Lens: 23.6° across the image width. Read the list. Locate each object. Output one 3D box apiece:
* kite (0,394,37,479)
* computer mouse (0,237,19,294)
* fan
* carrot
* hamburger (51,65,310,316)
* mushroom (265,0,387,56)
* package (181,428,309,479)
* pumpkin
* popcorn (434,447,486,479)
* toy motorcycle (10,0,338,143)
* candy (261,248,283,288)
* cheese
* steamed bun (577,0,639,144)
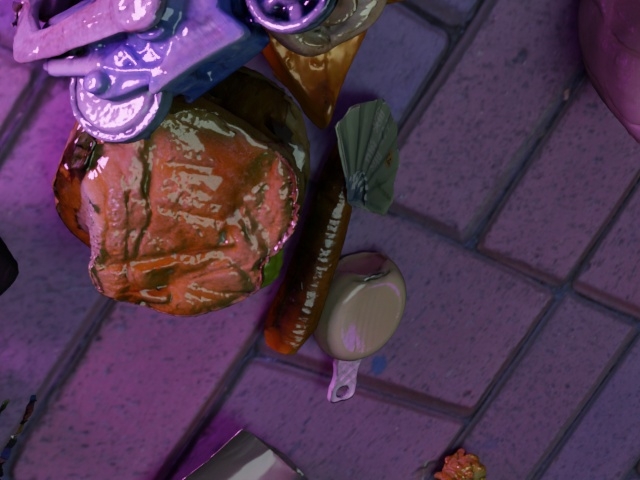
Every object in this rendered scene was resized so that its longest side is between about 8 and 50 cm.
[{"bbox_3d":[-0.405,0.256,1.737,0.152,0.015,0.285,-6,146,-37],"label":"kite"},{"bbox_3d":[-0.400,0.008,1.591,0.122,0.073,0.217,-36,143,-9],"label":"computer mouse"},{"bbox_3d":[0.061,-0.102,1.884,0.131,0.009,0.240,-66,154,-16],"label":"fan"},{"bbox_3d":[0.000,0.000,1.924,0.066,0.066,0.314,2,116,-40],"label":"carrot"},{"bbox_3d":[-0.151,-0.066,1.664,0.265,0.134,0.285,17,118,-29],"label":"hamburger"},{"bbox_3d":[-0.002,-0.257,1.564,0.148,0.112,0.148,-5,113,-11],"label":"mushroom"},{"bbox_3d":[-0.129,0.358,2.079,0.204,0.062,0.251,-44,140,-3],"label":"package"},{"bbox_3d":[0.000,-0.301,1.669,0.258,0.095,0.290,33,96,-39],"label":"pumpkin"},{"bbox_3d":[0.217,0.365,2.373,0.082,0.057,0.083,25,100,-53],"label":"popcorn"},{"bbox_3d":[-0.151,-0.249,1.463,0.319,0.182,0.241,-30,102,20],"label":"toy motorcycle"},{"bbox_3d":[-0.093,-0.040,1.795,0.097,0.097,0.209,-20,127,-27],"label":"candy"},{"bbox_3d":[0.044,0.123,2.045,0.137,0.064,0.227,-10,125,-30],"label":"cheese"},{"bbox_3d":[0.476,-0.305,1.947,0.236,0.247,0.383,16,115,-33],"label":"steamed bun"}]
